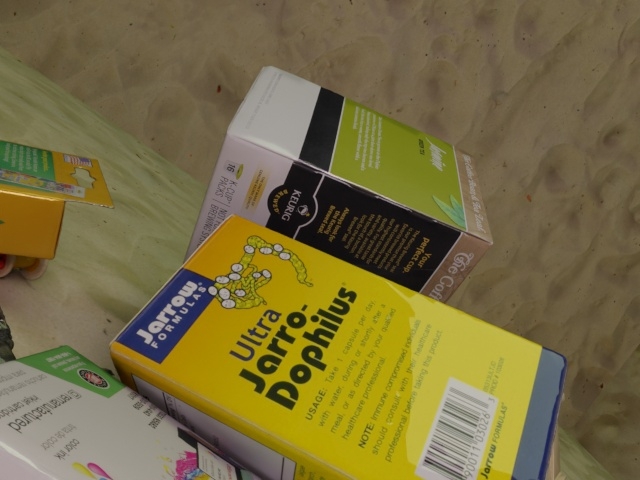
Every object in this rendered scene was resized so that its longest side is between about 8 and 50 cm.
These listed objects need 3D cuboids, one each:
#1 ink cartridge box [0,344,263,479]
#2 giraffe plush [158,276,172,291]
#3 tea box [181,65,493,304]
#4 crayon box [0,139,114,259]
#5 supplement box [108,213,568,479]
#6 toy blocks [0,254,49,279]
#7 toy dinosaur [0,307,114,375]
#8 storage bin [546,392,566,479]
[{"bbox_3d":[-0.119,0.201,0.350,0.278,0.117,0.201,35,-8,-2],"label":"ink cartridge box"},{"bbox_3d":[-0.160,0.085,0.970,0.210,0.171,0.181,30,7,-42],"label":"giraffe plush"},{"bbox_3d":[0.000,0.000,0.746,0.323,0.329,0.220,23,37,-8],"label":"tea box"},{"bbox_3d":[-0.431,-0.067,0.639,0.322,0.083,0.203,9,19,-31],"label":"crayon box"},{"bbox_3d":[0.014,0.159,0.527,0.356,0.195,0.194,23,-42,14],"label":"supplement box"},{"bbox_3d":[-0.436,-0.003,0.673,0.123,0.054,0.148,39,7,22],"label":"toy blocks"},{"bbox_3d":[-0.303,0.115,0.485,0.118,0.064,0.268,43,5,8],"label":"toy dinosaur"},{"bbox_3d":[0.182,0.287,0.763,0.262,0.123,0.260,-5,-7,34],"label":"storage bin"}]
